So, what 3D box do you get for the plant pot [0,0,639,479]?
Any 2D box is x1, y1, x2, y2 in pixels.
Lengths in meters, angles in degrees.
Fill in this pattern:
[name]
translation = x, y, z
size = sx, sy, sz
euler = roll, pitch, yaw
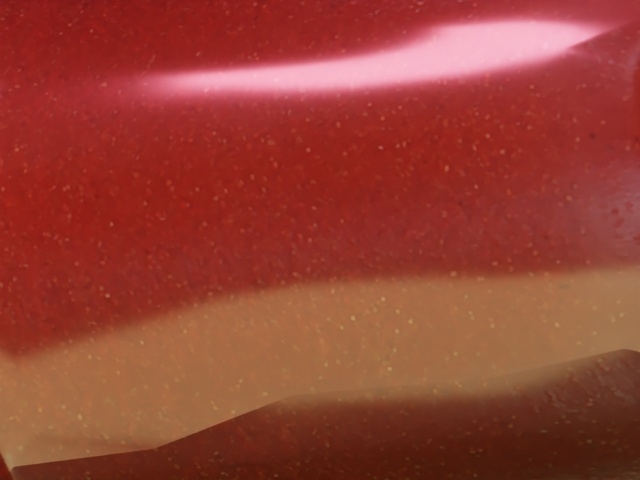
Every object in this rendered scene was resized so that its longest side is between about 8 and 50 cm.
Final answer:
[plant pot]
translation = 0.000, 0.000, 0.495
size = 0.265, 0.272, 0.272
euler = -8, 124, 20
